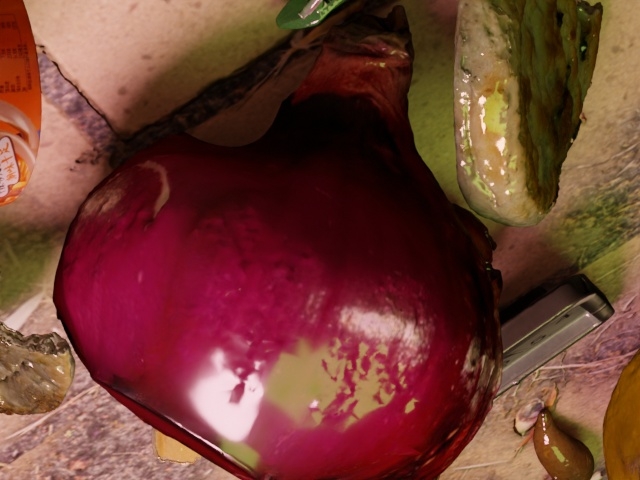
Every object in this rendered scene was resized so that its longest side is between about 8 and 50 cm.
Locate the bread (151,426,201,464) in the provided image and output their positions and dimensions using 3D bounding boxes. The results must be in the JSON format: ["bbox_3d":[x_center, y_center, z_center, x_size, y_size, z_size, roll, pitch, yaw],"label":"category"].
[{"bbox_3d":[-0.112,0.163,1.775,0.125,0.082,0.106,-6,125,-10],"label":"bread"}]

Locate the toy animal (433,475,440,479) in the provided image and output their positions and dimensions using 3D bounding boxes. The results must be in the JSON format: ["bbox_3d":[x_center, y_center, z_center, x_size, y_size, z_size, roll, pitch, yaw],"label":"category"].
[{"bbox_3d":[0.042,0.250,1.916,0.116,0.114,0.255,-35,140,12],"label":"toy animal"}]

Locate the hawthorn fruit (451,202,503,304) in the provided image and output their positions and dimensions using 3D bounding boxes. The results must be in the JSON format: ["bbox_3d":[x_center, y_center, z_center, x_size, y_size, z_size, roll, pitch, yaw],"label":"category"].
[{"bbox_3d":[0.092,0.041,1.722,0.172,0.148,0.148,-9,140,12],"label":"hawthorn fruit"}]

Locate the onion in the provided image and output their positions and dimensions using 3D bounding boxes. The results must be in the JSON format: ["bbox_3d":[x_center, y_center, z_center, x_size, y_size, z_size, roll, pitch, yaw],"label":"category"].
[{"bbox_3d":[0.000,0.000,1.490,0.398,0.398,0.420,26,94,-43],"label":"onion"}]

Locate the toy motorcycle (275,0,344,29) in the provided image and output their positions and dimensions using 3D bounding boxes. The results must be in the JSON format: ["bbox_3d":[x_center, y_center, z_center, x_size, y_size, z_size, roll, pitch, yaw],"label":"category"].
[{"bbox_3d":[0.046,-0.241,1.463,0.190,0.074,0.106,-21,147,-8],"label":"toy motorcycle"}]

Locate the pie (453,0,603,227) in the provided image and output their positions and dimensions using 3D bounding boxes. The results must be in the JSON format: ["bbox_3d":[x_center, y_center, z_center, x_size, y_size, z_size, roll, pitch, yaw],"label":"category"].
[{"bbox_3d":[0.175,-0.155,1.492,0.067,0.302,0.302,4,145,23],"label":"pie"}]

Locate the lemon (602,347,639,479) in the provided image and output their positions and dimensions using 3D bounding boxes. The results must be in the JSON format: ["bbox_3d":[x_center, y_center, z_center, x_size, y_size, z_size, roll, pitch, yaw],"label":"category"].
[{"bbox_3d":[0.481,0.222,1.982,0.336,0.336,0.336,-15,137,-15],"label":"lemon"}]

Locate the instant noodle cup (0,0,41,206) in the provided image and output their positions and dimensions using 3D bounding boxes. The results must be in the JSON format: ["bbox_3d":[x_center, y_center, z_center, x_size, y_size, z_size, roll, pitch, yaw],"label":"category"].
[{"bbox_3d":[-0.328,-0.111,1.268,0.192,0.250,0.250,-9,136,-32],"label":"instant noodle cup"}]

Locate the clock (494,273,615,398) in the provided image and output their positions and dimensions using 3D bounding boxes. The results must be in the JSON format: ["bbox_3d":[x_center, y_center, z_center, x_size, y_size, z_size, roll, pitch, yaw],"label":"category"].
[{"bbox_3d":[0.179,0.127,1.852,0.273,0.049,0.279,-36,165,7],"label":"clock"}]

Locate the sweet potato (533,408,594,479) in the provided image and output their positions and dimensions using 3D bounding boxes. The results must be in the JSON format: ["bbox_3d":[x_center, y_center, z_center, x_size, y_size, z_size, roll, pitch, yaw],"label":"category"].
[{"bbox_3d":[0.301,0.288,2.144,0.069,0.059,0.249,-8,142,7],"label":"sweet potato"}]

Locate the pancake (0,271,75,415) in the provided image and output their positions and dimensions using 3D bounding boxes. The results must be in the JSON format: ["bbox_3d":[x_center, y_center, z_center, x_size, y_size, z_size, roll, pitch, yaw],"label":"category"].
[{"bbox_3d":[-0.324,0.064,1.482,0.253,0.037,0.253,19,147,13],"label":"pancake"}]
